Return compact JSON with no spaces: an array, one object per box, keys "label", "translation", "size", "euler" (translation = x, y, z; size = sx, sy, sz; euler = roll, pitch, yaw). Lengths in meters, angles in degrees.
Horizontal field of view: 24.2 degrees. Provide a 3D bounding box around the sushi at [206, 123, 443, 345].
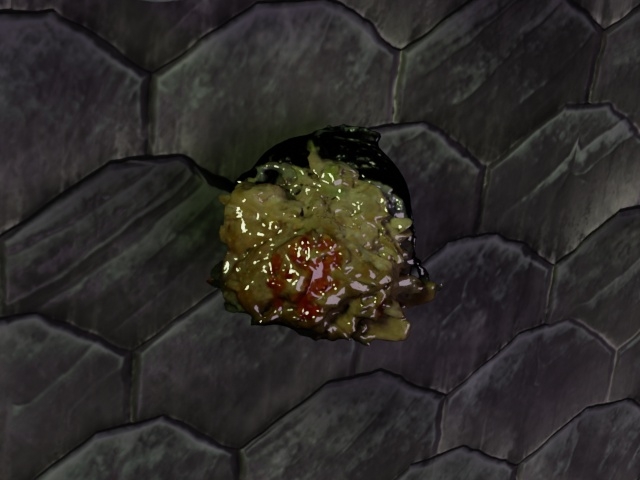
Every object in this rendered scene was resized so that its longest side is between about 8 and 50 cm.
[{"label":"sushi","translation":[-0.001,0.001,1.604],"size":[0.219,0.238,0.225],"euler":[-46,127,-73]}]
